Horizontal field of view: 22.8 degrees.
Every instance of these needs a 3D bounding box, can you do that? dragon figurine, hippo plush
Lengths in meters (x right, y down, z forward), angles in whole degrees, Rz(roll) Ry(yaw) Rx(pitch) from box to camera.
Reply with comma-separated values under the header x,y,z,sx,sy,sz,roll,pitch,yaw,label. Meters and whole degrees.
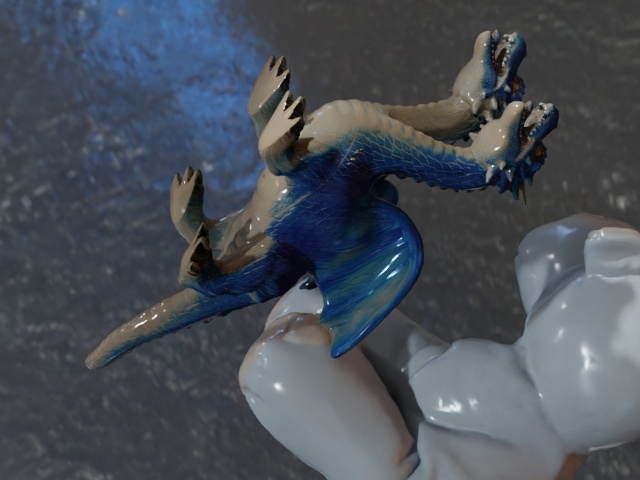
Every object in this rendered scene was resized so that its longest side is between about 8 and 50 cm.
x,y,z,sx,sy,sz,roll,pitch,yaw,label
0.000,0.000,0.835,0.289,0.144,0.085,-53,28,16,dragon figurine
0.108,0.074,0.949,0.236,0.234,0.294,-44,14,16,hippo plush
